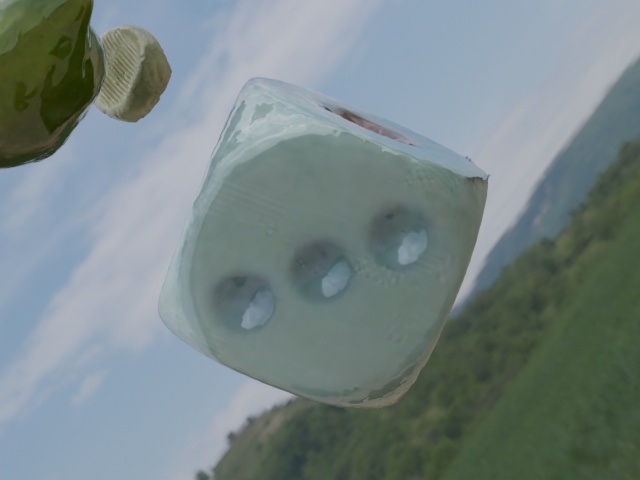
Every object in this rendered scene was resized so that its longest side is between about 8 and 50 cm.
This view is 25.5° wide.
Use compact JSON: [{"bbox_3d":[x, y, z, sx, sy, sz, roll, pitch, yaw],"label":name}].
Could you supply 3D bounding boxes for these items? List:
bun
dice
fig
[{"bbox_3d":[-0.223,-0.197,1.672,0.069,0.115,0.115,2,-53,-56],"label":"bun"},{"bbox_3d":[0.000,0.000,1.433,0.264,0.268,0.262,-93,26,-79],"label":"dice"},{"bbox_3d":[-0.279,-0.178,1.322,0.275,0.206,0.206,-17,24,51],"label":"fig"}]
